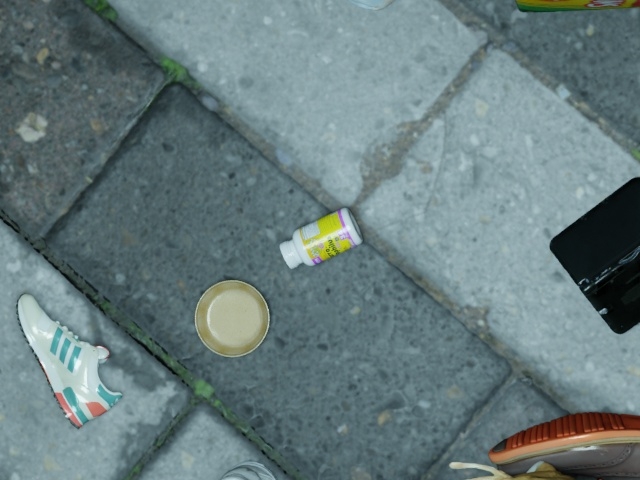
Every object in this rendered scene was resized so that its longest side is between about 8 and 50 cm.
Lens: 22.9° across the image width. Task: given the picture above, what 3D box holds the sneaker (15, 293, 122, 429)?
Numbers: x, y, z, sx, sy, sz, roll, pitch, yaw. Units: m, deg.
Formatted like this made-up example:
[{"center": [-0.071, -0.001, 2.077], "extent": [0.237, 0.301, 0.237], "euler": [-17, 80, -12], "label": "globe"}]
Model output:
[{"center": [-0.275, 0.123, 1.738], "extent": [0.075, 0.057, 0.161], "euler": [-27, 82, -8], "label": "sneaker"}]

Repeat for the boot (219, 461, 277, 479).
[{"center": [-0.067, 0.365, 1.650], "extent": [0.095, 0.123, 0.258], "euler": [-16, 86, 10], "label": "boot"}]

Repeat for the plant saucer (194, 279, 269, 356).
[{"center": [-0.095, 0.085, 1.718], "extent": [0.083, 0.015, 0.083], "euler": [0, 89, 11], "label": "plant saucer"}]

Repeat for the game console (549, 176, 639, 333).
[{"center": [0.322, 0.016, 1.644], "extent": [0.122, 0.071, 0.107], "euler": [-38, 112, 8], "label": "game console"}]

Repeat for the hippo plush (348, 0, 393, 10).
[{"center": [0.009, -0.389, 1.646], "extent": [0.294, 0.234, 0.236], "euler": [-26, 53, -6], "label": "hippo plush"}]

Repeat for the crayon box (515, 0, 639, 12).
[{"center": [0.346, -0.284, 1.551], "extent": [0.318, 0.202, 0.081], "euler": [-2, 89, 11], "label": "crayon box"}]

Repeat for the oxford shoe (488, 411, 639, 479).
[{"center": [0.308, 0.226, 1.602], "extent": [0.271, 0.097, 0.098], "euler": [-8, 97, 13], "label": "oxford shoe"}]

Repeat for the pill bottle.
[{"center": [0.000, 0.000, 1.688], "extent": [0.083, 0.043, 0.043], "euler": [-25, 84, 9], "label": "pill bottle"}]

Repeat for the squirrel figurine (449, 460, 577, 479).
[{"center": [0.115, 0.374, 1.534], "extent": [0.370, 0.397, 0.281], "euler": [-31, 49, -6], "label": "squirrel figurine"}]
